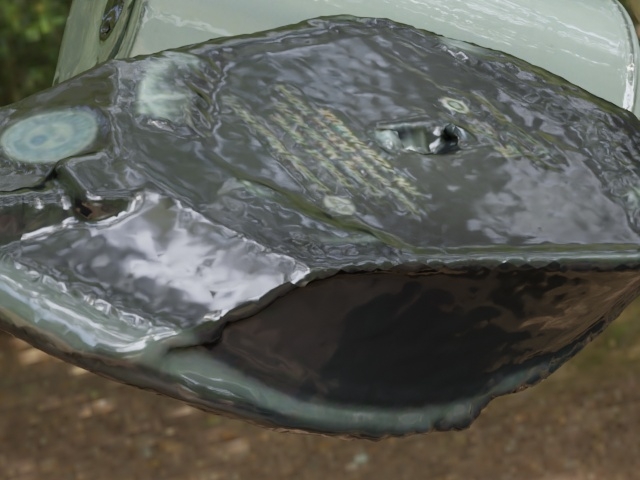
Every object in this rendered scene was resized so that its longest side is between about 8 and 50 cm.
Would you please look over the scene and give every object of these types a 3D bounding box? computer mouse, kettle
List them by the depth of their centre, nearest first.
[{"bbox_3d":[0.000,0.000,0.386,0.192,0.062,0.106,-9,41,-36],"label":"computer mouse"},{"bbox_3d":[0.010,-0.118,1.096,0.318,0.205,0.265,14,22,-18],"label":"kettle"}]

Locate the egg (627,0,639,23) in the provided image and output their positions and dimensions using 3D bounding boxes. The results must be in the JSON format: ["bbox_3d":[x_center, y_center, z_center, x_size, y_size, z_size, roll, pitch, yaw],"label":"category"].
[{"bbox_3d":[0.396,-0.240,1.459,0.283,0.345,0.283,-23,-21,-9],"label":"egg"}]
